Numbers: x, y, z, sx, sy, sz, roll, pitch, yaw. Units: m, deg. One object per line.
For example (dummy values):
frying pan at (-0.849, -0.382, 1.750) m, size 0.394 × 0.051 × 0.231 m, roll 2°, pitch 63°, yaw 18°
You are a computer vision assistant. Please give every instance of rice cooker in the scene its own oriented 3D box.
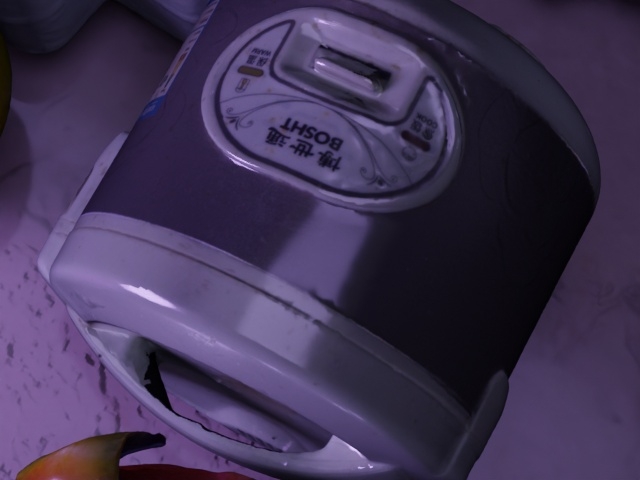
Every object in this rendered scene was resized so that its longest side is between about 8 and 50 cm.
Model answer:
rice cooker at (-0.001, 0.002, 0.870) m, size 0.288 × 0.288 × 0.277 m, roll 30°, pitch 75°, yaw 1°

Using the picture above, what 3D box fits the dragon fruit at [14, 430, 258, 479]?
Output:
dragon fruit at (-0.102, 0.230, 0.820) m, size 0.290 × 0.291 × 0.189 m, roll 19°, pitch 40°, yaw -2°

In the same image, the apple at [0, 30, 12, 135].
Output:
apple at (-0.282, -0.102, 0.901) m, size 0.196 × 0.196 × 0.157 m, roll 39°, pitch 52°, yaw 3°

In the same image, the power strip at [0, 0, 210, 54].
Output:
power strip at (-0.146, -0.225, 0.997) m, size 0.261 × 0.141 × 0.229 m, roll 33°, pitch 74°, yaw 16°
